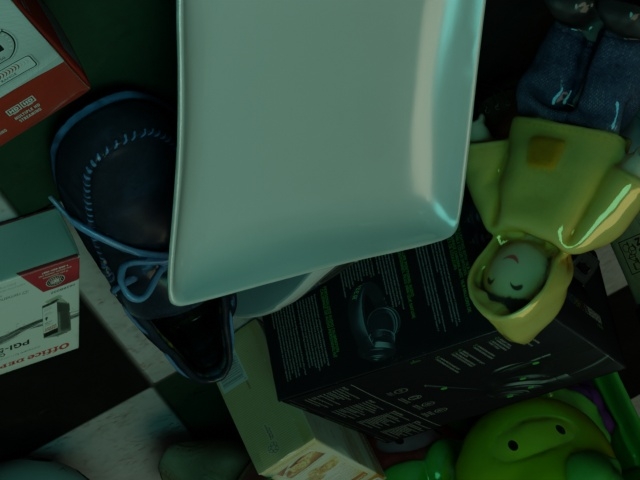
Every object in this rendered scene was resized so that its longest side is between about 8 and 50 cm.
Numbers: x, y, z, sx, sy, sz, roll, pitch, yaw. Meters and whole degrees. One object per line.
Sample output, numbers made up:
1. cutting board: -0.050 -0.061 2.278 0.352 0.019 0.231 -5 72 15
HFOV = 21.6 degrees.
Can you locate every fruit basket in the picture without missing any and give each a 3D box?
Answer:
1. fruit basket: 0.189 0.230 1.794 0.392 0.283 0.392 -23 165 -6

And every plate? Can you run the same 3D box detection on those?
1. plate: 0.000 -0.107 1.258 0.277 0.045 0.278 -13 121 -32

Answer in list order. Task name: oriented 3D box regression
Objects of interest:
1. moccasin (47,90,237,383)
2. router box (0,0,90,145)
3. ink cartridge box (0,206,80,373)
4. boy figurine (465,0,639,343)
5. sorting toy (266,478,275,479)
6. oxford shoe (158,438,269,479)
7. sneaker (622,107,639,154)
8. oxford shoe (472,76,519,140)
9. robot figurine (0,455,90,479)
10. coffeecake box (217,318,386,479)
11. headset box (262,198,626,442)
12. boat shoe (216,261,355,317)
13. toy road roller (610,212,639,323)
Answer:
1. moccasin: -0.113 0.006 1.348 0.137 0.117 0.342 -29 151 -2
2. router box: -0.352 -0.100 1.006 0.335 0.082 0.301 -32 151 4
3. ink cartridge box: -0.248 0.046 1.353 0.099 0.056 0.135 -19 149 -20
4. boy figurine: 0.183 -0.058 1.366 0.092 0.177 0.285 14 96 -62
5. sorting toy: 0.071 0.317 1.619 0.365 0.127 0.126 23 112 -15
6. oxford shoe: -0.091 0.266 1.808 0.123 0.130 0.348 -62 168 -15
7. sneaker: 0.334 -0.177 1.462 0.366 0.135 0.150 -38 111 -8
8. oxford shoe: 0.132 -0.102 1.463 0.227 0.083 0.096 -1 114 -35
9. robot figurine: -0.305 0.330 1.633 0.209 0.173 0.278 -15 149 -44
10. coffeecake box: -0.023 0.176 1.668 0.068 0.142 0.185 -34 150 10
11. headset box: 0.126 0.074 1.567 0.283 0.131 0.246 -20 157 21
12. boat shoe: 0.000 0.000 1.461 0.076 0.080 0.228 0 149 -49
13. toy road roller: 0.437 -0.043 1.648 0.329 0.202 0.240 -27 175 41
